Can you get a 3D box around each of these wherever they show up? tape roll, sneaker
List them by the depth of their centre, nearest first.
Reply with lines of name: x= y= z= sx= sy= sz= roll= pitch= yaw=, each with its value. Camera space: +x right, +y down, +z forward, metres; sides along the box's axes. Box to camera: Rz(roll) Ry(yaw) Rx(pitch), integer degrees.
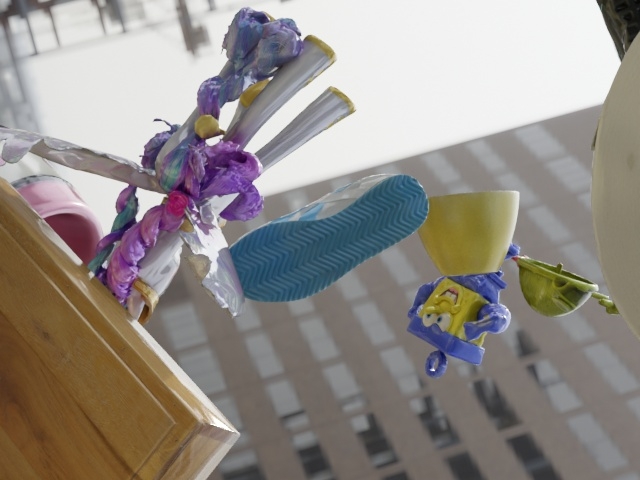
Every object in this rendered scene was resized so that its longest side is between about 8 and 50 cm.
tape roll: x=0.393 y=-0.062 z=1.393 sx=0.392 sy=0.072 sz=0.392 roll=-17 pitch=-110 yaw=61
sneaker: x=0.000 y=0.000 z=1.581 sx=0.092 sy=0.228 sz=0.087 roll=-169 pitch=-123 yaw=-76
sneaker: x=0.347 y=-0.260 z=1.692 sx=0.106 sy=0.101 sz=0.267 roll=77 pitch=1 yaw=-64

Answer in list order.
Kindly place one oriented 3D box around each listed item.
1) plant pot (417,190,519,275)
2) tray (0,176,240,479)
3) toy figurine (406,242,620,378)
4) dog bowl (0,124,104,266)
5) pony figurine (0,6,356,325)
plant pot: x=0.179 y=-0.006 z=1.837 sx=0.134 sy=0.134 sz=0.095 roll=156 pitch=-71 yaw=-80
tray: x=-0.272 y=0.121 z=1.393 sx=0.411 sy=0.203 sz=0.076 roll=42 pitch=7 yaw=35
toy figurine: x=0.232 y=0.110 z=2.067 sx=0.191 sy=0.217 sz=0.362 roll=31 pitch=0 yaw=-35
dog bowl: x=-0.420 y=0.072 z=1.810 sx=0.150 sy=0.408 sz=0.408 roll=29 pitch=-29 yaw=19
pony figurine: x=-0.129 y=-0.064 z=1.534 sx=0.303 sy=0.363 sz=0.351 roll=39 pitch=-4 yaw=12
